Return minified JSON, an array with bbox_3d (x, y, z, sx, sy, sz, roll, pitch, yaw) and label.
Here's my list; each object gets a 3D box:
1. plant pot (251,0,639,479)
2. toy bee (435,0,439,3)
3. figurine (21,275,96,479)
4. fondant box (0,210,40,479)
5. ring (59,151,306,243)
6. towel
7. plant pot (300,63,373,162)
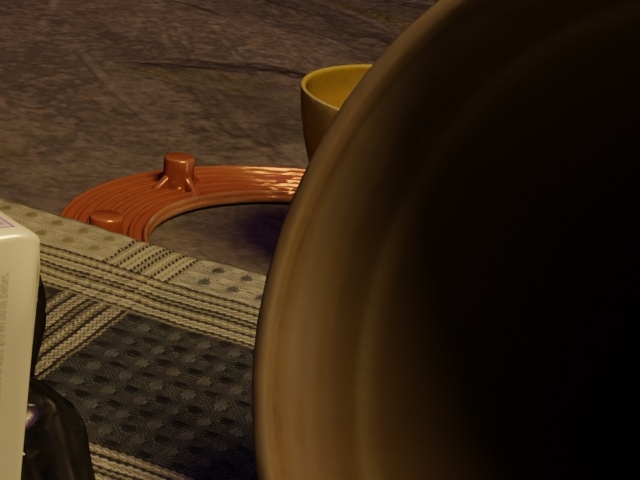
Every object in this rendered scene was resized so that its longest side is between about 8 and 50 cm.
[{"bbox_3d":[0.180,0.064,0.777,0.323,0.323,0.280,26,9,42],"label":"plant pot"},{"bbox_3d":[0.124,-0.088,1.393,0.298,0.162,0.195,39,3,35],"label":"toy bee"},{"bbox_3d":[-0.195,0.079,0.761,0.215,0.092,0.209,-2,40,-20],"label":"figurine"},{"bbox_3d":[-0.248,0.110,0.520,0.330,0.238,0.096,-8,25,-37],"label":"fondant box"},{"bbox_3d":[0.000,0.000,1.225,0.336,0.032,0.336,6,19,-2],"label":"ring"},{"bbox_3d":[-0.157,0.068,0.962,0.324,0.056,0.312,17,26,20],"label":"towel"},{"bbox_3d":[0.050,-0.044,1.177,0.134,0.095,0.134,6,20,-2],"label":"plant pot"}]
